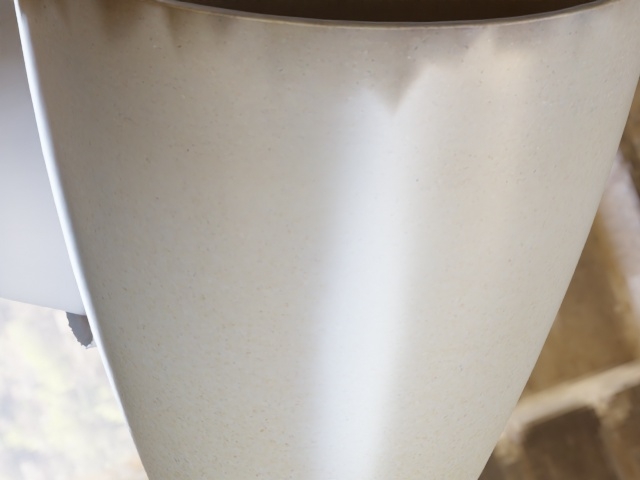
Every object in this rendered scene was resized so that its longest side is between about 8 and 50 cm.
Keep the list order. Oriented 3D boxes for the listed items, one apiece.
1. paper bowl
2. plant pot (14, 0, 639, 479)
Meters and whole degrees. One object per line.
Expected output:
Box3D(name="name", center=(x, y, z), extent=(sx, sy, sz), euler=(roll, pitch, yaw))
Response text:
Box3D(name="paper bowl", center=(-0.156, -0.073, 1.075), extent=(0.284, 0.148, 0.284), euler=(168, 90, -74))
Box3D(name="plant pot", center=(0.000, 0.000, 0.738), extent=(0.256, 0.256, 0.274), euler=(-128, 37, -59))
